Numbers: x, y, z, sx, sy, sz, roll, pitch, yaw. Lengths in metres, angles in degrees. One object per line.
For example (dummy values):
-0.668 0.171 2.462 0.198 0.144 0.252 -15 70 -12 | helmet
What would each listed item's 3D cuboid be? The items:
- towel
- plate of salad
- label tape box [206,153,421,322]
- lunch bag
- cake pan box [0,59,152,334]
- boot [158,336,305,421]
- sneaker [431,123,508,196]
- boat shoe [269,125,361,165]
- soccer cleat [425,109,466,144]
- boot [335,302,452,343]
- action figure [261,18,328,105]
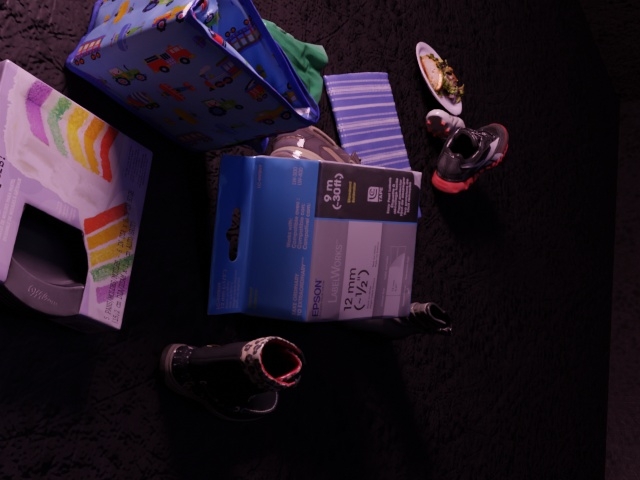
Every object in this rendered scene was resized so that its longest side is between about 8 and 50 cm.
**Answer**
0.108 -0.180 1.771 0.243 0.040 0.335 -19 96 -55 | towel
0.296 -0.397 2.073 0.200 0.048 0.199 39 36 -36 | plate of salad
0.000 0.000 1.349 0.348 0.115 0.249 1 95 -44 | label tape box
-0.156 -0.217 1.181 0.293 0.221 0.138 48 44 -40 | lunch bag
-0.324 -0.039 1.015 0.246 0.070 0.266 34 54 -46 | cake pan box
-0.089 0.199 1.209 0.236 0.179 0.085 36 53 -47 | boot
0.369 -0.221 2.039 0.276 0.098 0.135 -38 145 -34 | sneaker
0.042 -0.104 1.547 0.355 0.132 0.130 39 50 -48 | boat shoe
0.305 -0.279 2.067 0.196 0.068 0.076 36 65 -57 | soccer cleat
0.140 0.132 1.604 0.246 0.161 0.083 29 57 -51 | boot
-0.071 -0.320 1.493 0.232 0.064 0.137 23 64 -57 | action figure
